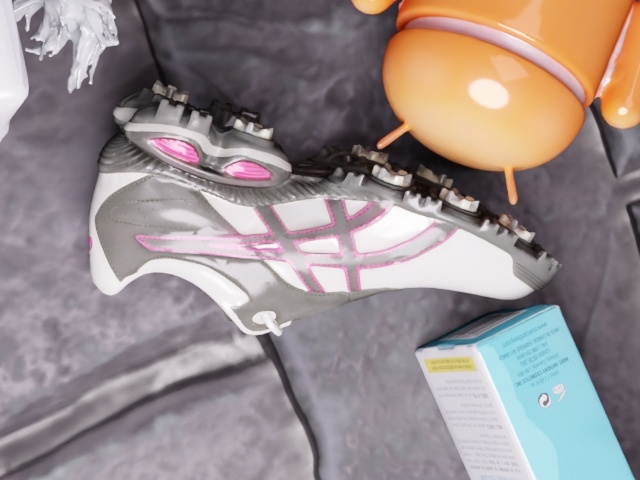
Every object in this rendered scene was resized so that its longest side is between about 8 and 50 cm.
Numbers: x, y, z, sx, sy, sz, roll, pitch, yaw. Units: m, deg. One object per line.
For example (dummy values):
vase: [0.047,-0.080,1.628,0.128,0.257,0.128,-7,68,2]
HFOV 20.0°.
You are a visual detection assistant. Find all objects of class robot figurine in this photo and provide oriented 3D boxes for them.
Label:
robot figurine: [0.113,-0.135,1.067,0.158,0.128,0.219,33,74,-39]

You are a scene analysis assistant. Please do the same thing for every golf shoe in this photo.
golf shoe: [0.000,0.000,1.048,0.273,0.105,0.120,16,99,-10]

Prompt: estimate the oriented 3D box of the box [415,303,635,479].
box: [0.144,0.161,1.063,0.060,0.100,0.244,-25,93,-18]

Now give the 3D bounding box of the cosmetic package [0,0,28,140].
cosmetic package: [-0.387,-0.088,0.859,0.453,0.230,0.161,-10,88,-18]

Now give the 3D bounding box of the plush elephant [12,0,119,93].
plush elephant: [-0.048,-0.257,0.926,0.272,0.255,0.330,27,66,-16]
